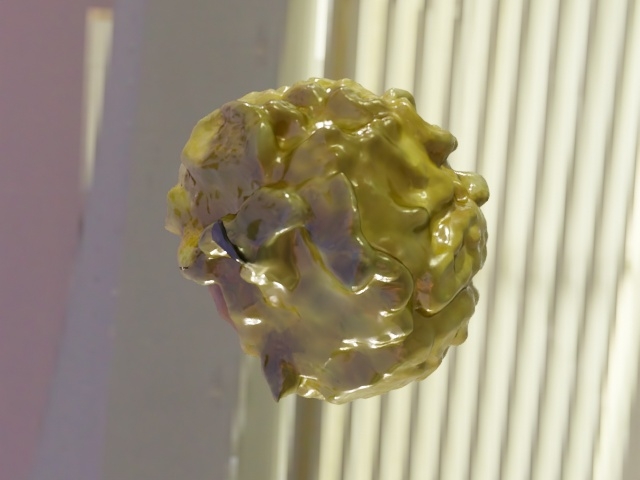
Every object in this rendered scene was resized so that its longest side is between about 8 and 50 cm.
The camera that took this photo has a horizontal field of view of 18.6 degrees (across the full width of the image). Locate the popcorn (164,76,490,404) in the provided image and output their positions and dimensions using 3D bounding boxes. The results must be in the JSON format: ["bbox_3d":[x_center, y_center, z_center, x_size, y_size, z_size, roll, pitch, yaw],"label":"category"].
[{"bbox_3d":[0.002,0.002,1.419,0.225,0.249,0.249,-46,-34,-59],"label":"popcorn"}]
